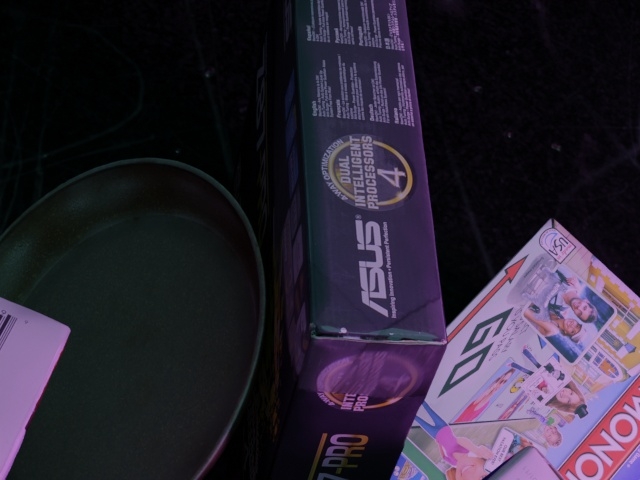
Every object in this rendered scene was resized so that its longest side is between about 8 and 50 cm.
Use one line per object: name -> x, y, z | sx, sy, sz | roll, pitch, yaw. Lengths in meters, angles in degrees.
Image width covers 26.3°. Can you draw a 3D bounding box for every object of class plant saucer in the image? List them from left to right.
plant saucer -> -0.159, 0.087, 1.001 | 0.050, 0.311, 0.310 | 37, 43, -48

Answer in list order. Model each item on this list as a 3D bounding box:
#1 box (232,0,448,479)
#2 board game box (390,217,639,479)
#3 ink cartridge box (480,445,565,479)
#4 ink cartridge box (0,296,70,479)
box -> 0.000, 0.000, 1.026 | 0.097, 0.318, 0.395 | 5, 52, -11
board game box -> 0.167, 0.162, 1.153 | 0.213, 0.046, 0.317 | 43, 72, 6
ink cartridge box -> -0.002, 0.289, 0.905 | 0.307, 0.303, 0.072 | -35, 79, -33
ink cartridge box -> -0.286, 0.209, 0.782 | 0.130, 0.309, 0.272 | 25, 35, -7
